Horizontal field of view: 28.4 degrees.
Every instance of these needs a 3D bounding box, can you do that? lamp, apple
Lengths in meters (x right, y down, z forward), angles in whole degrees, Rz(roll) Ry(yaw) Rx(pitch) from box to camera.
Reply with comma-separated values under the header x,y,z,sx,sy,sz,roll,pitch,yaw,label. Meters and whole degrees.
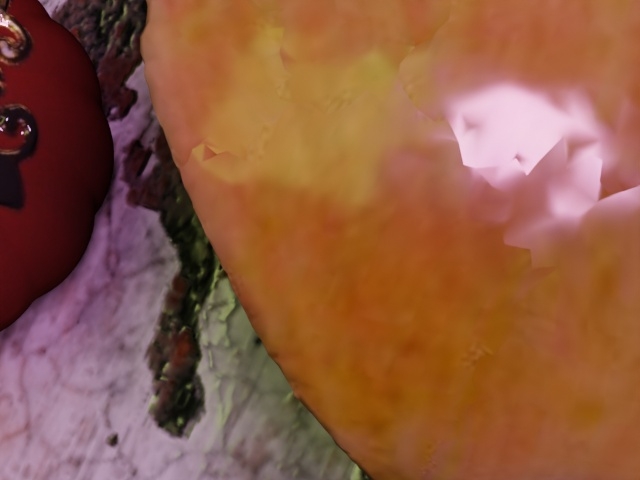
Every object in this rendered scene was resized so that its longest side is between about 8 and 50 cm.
x,y,z,sx,sy,sz,roll,pitch,yaw,label
-0.225,-0.051,0.677,0.227,0.227,0.227,-9,70,26,lamp
0.078,-0.058,0.472,0.314,0.309,0.252,10,119,-6,apple
